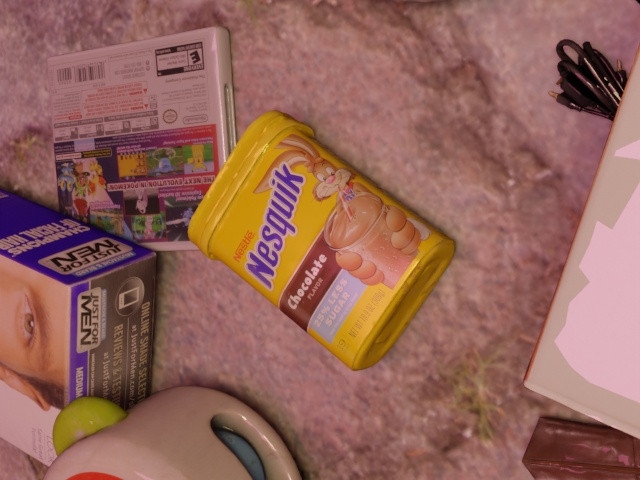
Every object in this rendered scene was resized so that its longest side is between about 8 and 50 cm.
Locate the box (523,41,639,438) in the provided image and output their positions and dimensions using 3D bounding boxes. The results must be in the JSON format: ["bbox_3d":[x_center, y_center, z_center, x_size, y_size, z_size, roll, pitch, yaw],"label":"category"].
[{"bbox_3d":[0.251,-0.072,0.445,0.168,0.215,0.345,21,100,26],"label":"box"}]

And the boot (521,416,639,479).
[{"bbox_3d":[0.193,0.171,0.642,0.114,0.037,0.106,-6,78,30],"label":"boot"}]

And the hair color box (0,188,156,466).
[{"bbox_3d":[-0.311,0.056,0.900,0.339,0.110,0.185,19,115,29],"label":"hair color box"}]

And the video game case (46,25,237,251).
[{"bbox_3d":[-0.157,-0.082,0.852,0.201,0.023,0.183,-2,94,32],"label":"video game case"}]

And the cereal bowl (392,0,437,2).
[{"bbox_3d":[0.044,-0.332,0.613,0.339,0.141,0.339,1,91,37],"label":"cereal bowl"}]

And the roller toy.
[{"bbox_3d":[-0.114,0.224,0.781,0.191,0.146,0.209,10,110,26],"label":"roller toy"}]

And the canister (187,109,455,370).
[{"bbox_3d":[0.000,0.000,0.723,0.170,0.073,0.126,38,103,22],"label":"canister"}]

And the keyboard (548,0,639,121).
[{"bbox_3d":[0.262,-0.100,0.576,0.201,0.033,0.317,-48,69,27],"label":"keyboard"}]
